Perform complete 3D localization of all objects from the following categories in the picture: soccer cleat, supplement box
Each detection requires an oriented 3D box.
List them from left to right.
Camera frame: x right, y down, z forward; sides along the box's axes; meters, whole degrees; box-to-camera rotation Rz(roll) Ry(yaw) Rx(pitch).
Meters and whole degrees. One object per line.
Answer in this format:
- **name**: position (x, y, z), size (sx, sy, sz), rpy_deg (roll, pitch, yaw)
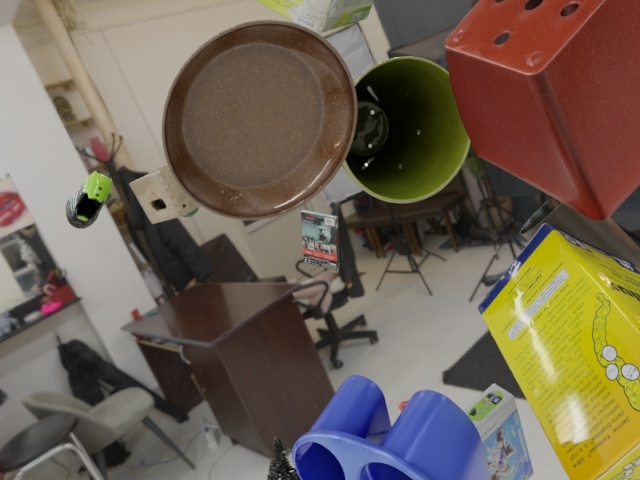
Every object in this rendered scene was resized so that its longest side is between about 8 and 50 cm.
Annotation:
- **soccer cleat**: position (-0.430, -0.059, 0.969), size (0.179, 0.060, 0.072), rpy_deg (-37, 38, 44)
- **supplement box**: position (0.413, 0.167, 0.760), size (0.195, 0.194, 0.356), rpy_deg (-60, 21, 26)

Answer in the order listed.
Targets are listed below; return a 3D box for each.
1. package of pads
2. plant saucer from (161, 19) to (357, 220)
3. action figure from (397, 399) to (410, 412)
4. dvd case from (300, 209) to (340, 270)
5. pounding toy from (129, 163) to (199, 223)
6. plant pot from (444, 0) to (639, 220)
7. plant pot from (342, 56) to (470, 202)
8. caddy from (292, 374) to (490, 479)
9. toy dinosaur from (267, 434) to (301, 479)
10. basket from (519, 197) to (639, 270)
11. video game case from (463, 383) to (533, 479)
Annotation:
- **package of pads**: position (-0.057, -0.541, 1.084), size (0.229, 0.296, 0.101), rpy_deg (-44, -17, -49)
- **plant saucer**: position (-0.058, -0.114, 0.522), size (0.199, 0.198, 0.036), rpy_deg (-25, 39, -13)
- **action figure**: position (0.256, 0.466, 1.489), size (0.115, 0.038, 0.030), rpy_deg (13, -25, -38)
- **dvd case**: position (0.000, 0.000, 1.105), size (0.087, 0.119, 0.013), rpy_deg (12, 29, 31)
- **pounding toy**: position (-0.224, -0.111, 0.961), size (0.181, 0.094, 0.206), rpy_deg (-8, 23, 49)
- **plant pot**: position (0.331, -0.237, 0.715), size (0.267, 0.236, 0.267), rpy_deg (-48, 39, 6)
- **plant pot**: position (0.131, -0.237, 1.152), size (0.275, 0.274, 0.293), rpy_deg (-24, 16, -7)
- **caddy**: position (0.099, 0.354, 0.740), size (0.241, 0.341, 0.179), rpy_deg (2, 35, 34)
- **toy dinosaur**: position (0.001, 0.491, 1.047), size (0.218, 0.321, 0.164), rpy_deg (9, -11, -2)
- **basket**: position (0.559, 0.010, 1.113), size (0.154, 0.227, 0.204), rpy_deg (-48, -9, 25)
- **video game case**: position (0.331, 0.479, 1.125), size (0.244, 0.269, 0.061), rpy_deg (-33, 29, -18)
